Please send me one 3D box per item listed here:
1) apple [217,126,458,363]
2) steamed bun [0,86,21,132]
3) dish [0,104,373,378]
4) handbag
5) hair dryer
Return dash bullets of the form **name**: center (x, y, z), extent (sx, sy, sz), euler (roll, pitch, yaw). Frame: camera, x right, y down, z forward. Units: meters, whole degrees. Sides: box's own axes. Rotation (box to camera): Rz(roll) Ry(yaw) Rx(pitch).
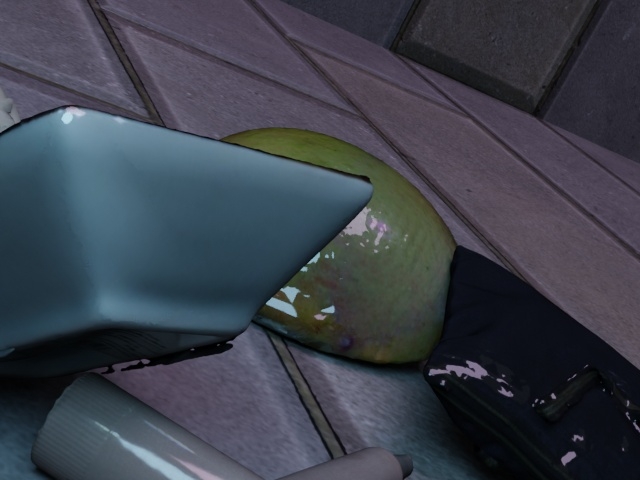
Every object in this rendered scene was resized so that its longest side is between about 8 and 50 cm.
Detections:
- **apple**: center (0.000, 0.000, 0.893), extent (0.265, 0.120, 0.193), euler (26, 27, 1)
- **steamed bun**: center (-0.266, -0.062, 0.664), extent (0.183, 0.106, 0.183), euler (23, 20, -9)
- **dish**: center (-0.116, 0.020, 0.548), extent (0.243, 0.080, 0.182), euler (-17, -19, 41)
- **handbag**: center (0.177, 0.123, 0.806), extent (0.254, 0.088, 0.211), euler (41, 25, -4)
- **hair dryer**: center (-0.016, 0.118, 0.604), extent (0.195, 0.053, 0.220), euler (30, 15, 11)
